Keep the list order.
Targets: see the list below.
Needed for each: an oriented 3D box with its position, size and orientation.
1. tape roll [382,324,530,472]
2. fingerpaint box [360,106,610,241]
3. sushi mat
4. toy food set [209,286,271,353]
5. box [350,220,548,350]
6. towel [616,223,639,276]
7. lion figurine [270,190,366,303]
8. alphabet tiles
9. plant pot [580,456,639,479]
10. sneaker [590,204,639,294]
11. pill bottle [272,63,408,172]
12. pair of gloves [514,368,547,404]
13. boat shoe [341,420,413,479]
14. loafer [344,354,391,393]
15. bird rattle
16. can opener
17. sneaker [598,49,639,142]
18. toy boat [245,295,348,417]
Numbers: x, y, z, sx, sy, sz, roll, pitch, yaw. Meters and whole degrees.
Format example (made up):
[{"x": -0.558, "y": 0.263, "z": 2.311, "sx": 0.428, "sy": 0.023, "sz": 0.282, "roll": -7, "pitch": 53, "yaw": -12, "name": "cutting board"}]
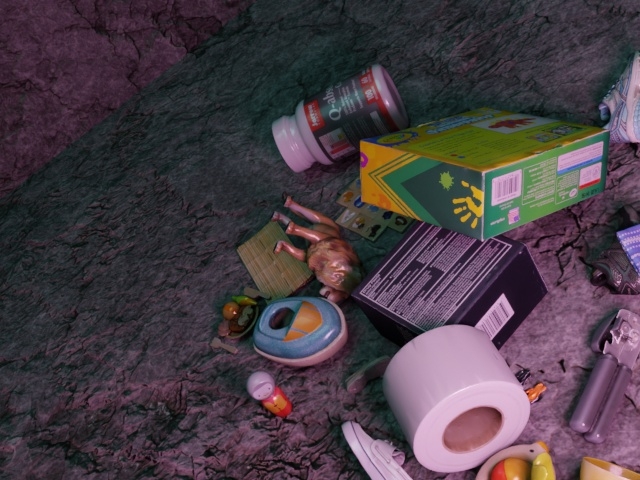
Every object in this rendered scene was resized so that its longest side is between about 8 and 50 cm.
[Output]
[{"x": 0.263, "y": 0.310, "z": 1.669, "sx": 0.246, "sy": 0.246, "sz": 0.169, "roll": -33, "pitch": 39, "yaw": 5, "name": "tape roll"}, {"x": 0.375, "y": -0.167, "z": 1.957, "sx": 0.445, "sy": 0.163, "sz": 0.371, "roll": -20, "pitch": 27, "yaw": -36, "name": "fingerpaint box"}, {"x": -0.131, "y": 0.063, "z": 2.380, "sx": 0.151, "sy": 0.019, "sz": 0.316, "roll": -38, "pitch": 39, "yaw": 1, "name": "sushi mat"}, {"x": -0.223, "y": 0.205, "z": 2.280, "sx": 0.132, "sy": 0.038, "sz": 0.192, "roll": 11, "pitch": 64, "yaw": 46, "name": "toy food set"}, {"x": 0.285, "y": 0.116, "z": 1.890, "sx": 0.296, "sy": 0.182, "sz": 0.294, "roll": -46, "pitch": 40, "yaw": -12, "name": "box"}, {"x": 0.755, "y": 0.066, "z": 1.639, "sx": 0.243, "sy": 0.040, "sz": 0.336, "roll": -22, "pitch": 52, "yaw": 5, "name": "towel"}, {"x": 0.000, "y": 0.000, "z": 2.233, "sx": 0.142, "sy": 0.240, "sz": 0.392, "roll": -60, "pitch": 17, "yaw": 27, "name": "lion figurine"}, {"x": 0.201, "y": -0.146, "z": 2.344, "sx": 0.342, "sy": 0.011, "sz": 0.285, "roll": -48, "pitch": 41, "yaw": -13, "name": "alphabet tiles"}, {"x": 0.505, "y": 0.444, "z": 1.468, "sx": 0.134, "sy": 0.134, "sz": 0.095, "roll": 16, "pitch": 88, "yaw": 45, "name": "plant pot"}, {"x": 0.628, "y": 0.021, "z": 1.803, "sx": 0.130, "sy": 0.087, "sz": 0.227, "roll": -11, "pitch": 51, "yaw": 20, "name": "sneaker"}, {"x": 0.056, "y": -0.348, "z": 2.492, "sx": 0.363, "sy": 0.210, "sz": 0.210, "roll": -24, "pitch": 41, "yaw": 16, "name": "pill bottle"}, {"x": 0.416, "y": 0.305, "z": 1.745, "sx": 0.074, "sy": 0.010, "sz": 0.083, "roll": -39, "pitch": 37, "yaw": 0, "name": "pair of gloves"}, {"x": 0.135, "y": 0.459, "z": 1.753, "sx": 0.084, "sy": 0.095, "sz": 0.258, "roll": -36, "pitch": 50, "yaw": -4, "name": "boat shoe"}, {"x": 0.106, "y": 0.300, "z": 1.956, "sx": 0.125, "sy": 0.045, "sz": 0.039, "roll": -38, "pitch": 33, "yaw": 3, "name": "loafer"}, {"x": 0.355, "y": 0.475, "z": 1.573, "sx": 0.253, "sy": 0.143, "sz": 0.207, "roll": -37, "pitch": 20, "yaw": 29, "name": "bird rattle"}, {"x": 0.553, "y": 0.260, "z": 1.659, "sx": 0.283, "sy": 0.076, "sz": 0.095, "roll": -57, "pitch": 11, "yaw": -22, "name": "can opener"}, {"x": 0.737, "y": -0.352, "z": 2.071, "sx": 0.122, "sy": 0.110, "sz": 0.283, "roll": -10, "pitch": 46, "yaw": 34, "name": "sneaker"}, {"x": -0.077, "y": 0.260, "z": 2.047, "sx": 0.267, "sy": 0.148, "sz": 0.318, "roll": -3, "pitch": 50, "yaw": 34, "name": "toy boat"}]
